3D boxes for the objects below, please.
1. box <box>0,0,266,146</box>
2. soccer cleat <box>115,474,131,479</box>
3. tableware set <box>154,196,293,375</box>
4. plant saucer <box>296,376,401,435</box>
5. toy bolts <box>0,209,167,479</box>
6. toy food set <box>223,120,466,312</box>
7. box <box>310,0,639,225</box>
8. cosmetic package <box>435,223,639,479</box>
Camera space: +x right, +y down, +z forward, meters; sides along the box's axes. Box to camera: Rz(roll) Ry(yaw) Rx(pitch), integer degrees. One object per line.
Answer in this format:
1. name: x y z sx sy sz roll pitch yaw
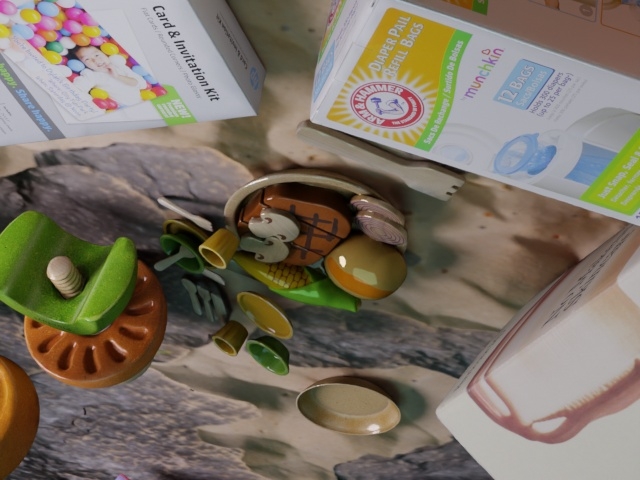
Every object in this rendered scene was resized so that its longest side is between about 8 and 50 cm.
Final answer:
1. box: -0.144 -0.118 0.956 0.186 0.038 0.145 -6 144 20
2. soccer cleat: -0.074 0.259 1.482 0.248 0.095 0.083 10 130 -32
3. tableware set: -0.066 0.039 1.145 0.104 0.024 0.154 27 152 23
4. plant saucer: 0.023 0.127 1.302 0.083 0.015 0.083 7 146 5
5. toy bolts: -0.239 0.080 1.152 0.229 0.218 0.158 20 157 19
6. toy food set: 0.000 0.000 1.095 0.132 0.038 0.192 20 145 -15
7. box: 0.109 -0.101 0.857 0.203 0.103 0.114 17 145 -11
8. cosmetic package: 0.219 0.051 0.989 0.129 0.153 0.296 45 140 1
